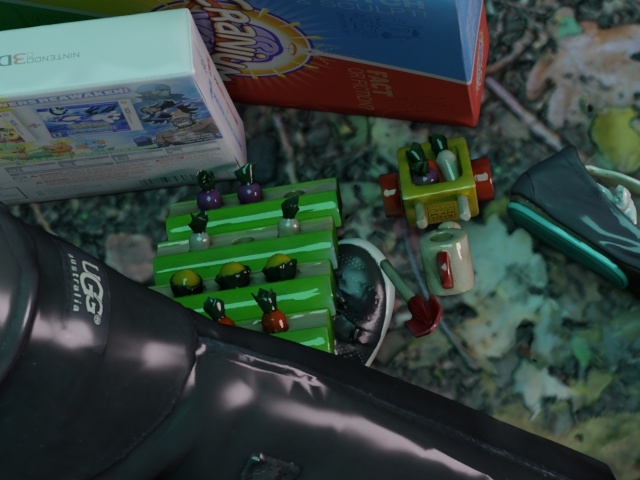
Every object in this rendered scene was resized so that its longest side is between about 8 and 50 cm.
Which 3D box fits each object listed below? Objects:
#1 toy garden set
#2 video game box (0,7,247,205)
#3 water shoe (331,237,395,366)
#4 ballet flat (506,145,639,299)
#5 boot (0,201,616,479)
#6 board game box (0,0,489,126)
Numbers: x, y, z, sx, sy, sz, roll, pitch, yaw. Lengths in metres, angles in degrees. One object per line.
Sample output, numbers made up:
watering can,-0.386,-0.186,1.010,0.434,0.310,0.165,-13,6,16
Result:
toy garden set,0.000,0.000,1.023,0.204,0.244,0.049,-9,111,5
video game box,-0.159,-0.073,1.082,0.205,0.187,0.048,-6,75,5
water shoe,-0.027,0.081,1.081,0.073,0.080,0.203,36,83,14
ballet flat,0.205,0.014,1.077,0.203,0.074,0.074,40,84,17
boot,-0.096,0.176,0.934,0.367,0.445,0.146,-38,45,31
board game box,-0.065,-0.146,1.061,0.317,0.242,0.064,7,78,9
